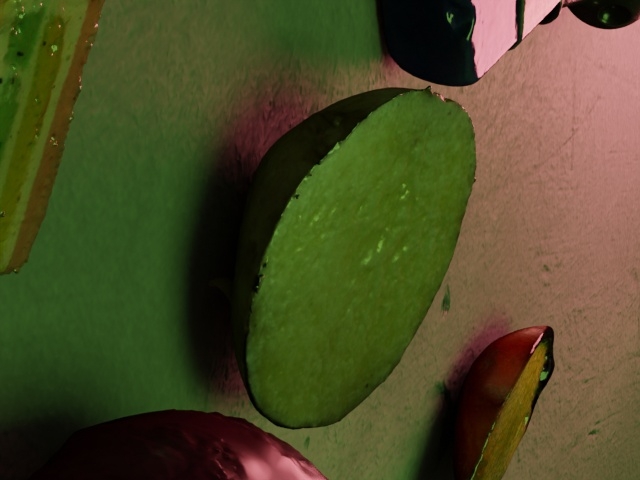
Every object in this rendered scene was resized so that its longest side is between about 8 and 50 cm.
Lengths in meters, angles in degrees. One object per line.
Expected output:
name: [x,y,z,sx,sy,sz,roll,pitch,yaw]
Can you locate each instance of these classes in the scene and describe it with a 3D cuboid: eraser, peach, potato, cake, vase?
eraser: [0.173,-0.276,1.423,0.332,0.101,0.155,-45,139,-43]
peach: [0.188,0.205,1.674,0.279,0.068,0.189,-49,148,-44]
potato: [0.000,0.000,1.209,0.239,0.116,0.299,5,107,-55]
cake: [-0.188,-0.071,0.868,0.109,0.090,0.225,-27,125,-59]
vase: [0.289,-0.282,1.629,0.183,0.120,0.120,-22,121,-39]

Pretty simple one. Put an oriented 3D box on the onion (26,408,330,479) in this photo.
onion: [-0.038,0.309,0.948,0.398,0.420,0.398,-4,95,-64]
